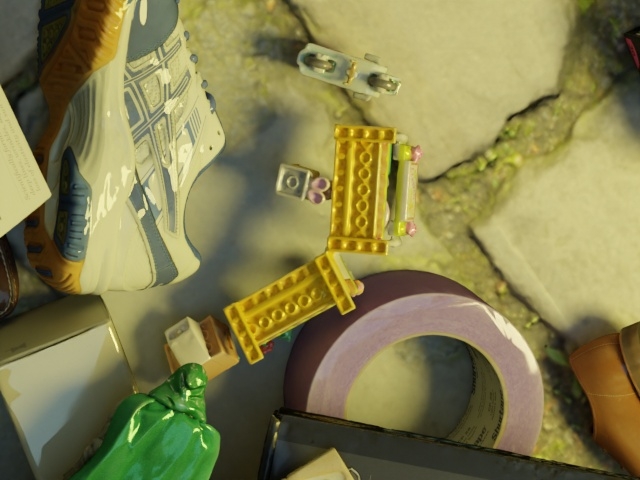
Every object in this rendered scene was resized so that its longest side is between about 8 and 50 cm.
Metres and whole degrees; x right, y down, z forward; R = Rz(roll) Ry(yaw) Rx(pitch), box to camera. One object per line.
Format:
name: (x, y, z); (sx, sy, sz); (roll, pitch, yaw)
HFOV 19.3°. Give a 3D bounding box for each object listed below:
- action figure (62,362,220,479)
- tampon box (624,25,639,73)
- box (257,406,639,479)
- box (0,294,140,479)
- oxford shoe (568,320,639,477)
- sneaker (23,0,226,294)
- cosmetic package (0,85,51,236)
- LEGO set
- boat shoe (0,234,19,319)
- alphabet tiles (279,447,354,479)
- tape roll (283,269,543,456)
action figure: (-0.140, 0.185, 1.304); (0.137, 0.063, 0.232); (30, 98, -16)
tampon box: (0.340, -0.136, 1.446); (0.161, 0.101, 0.120); (-27, 106, -6)
box: (0.081, 0.291, 1.352); (0.296, 0.073, 0.293); (11, 87, 0)
box: (-0.156, 0.183, 1.392); (0.094, 0.113, 0.275); (-21, 108, -8)
oxford shoe: (0.262, 0.163, 1.522); (0.076, 0.076, 0.212); (-18, 111, 22)
sneaker: (-0.130, -0.108, 1.351); (0.131, 0.112, 0.296); (2, 104, -32)
cosmetic package: (-0.302, -0.044, 1.248); (0.231, 0.085, 0.117); (-9, 112, 34)
LEGO set: (0.000, 0.000, 1.415); (0.132, 0.107, 0.287); (28, 101, 17)
boat shoe: (-0.276, -0.026, 1.336); (0.073, 0.073, 0.207); (-31, 109, -9)
alphabet tiles: (-0.012, 0.295, 1.298); (0.198, 0.009, 0.237); (-32, 94, -5)
tape roll: (0.071, 0.122, 1.450); (0.189, 0.080, 0.189); (-3, 103, -12)
